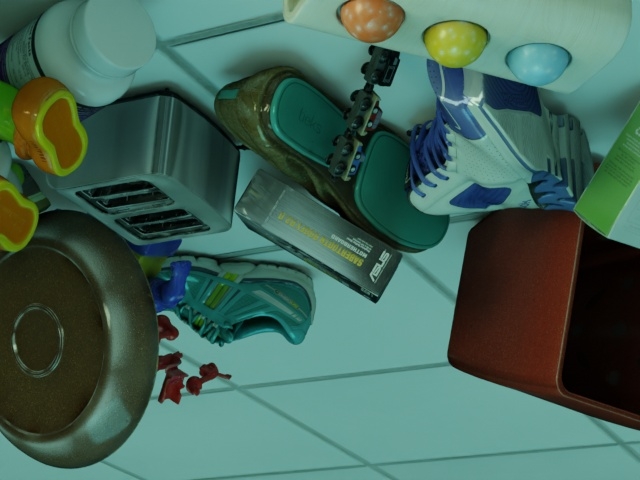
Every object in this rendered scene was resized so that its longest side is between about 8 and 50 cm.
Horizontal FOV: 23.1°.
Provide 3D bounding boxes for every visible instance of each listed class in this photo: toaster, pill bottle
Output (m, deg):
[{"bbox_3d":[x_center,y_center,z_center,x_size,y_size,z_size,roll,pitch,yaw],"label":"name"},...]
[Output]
[{"bbox_3d":[-0.184,-0.080,1.712,0.185,0.110,0.168,-8,155,25],"label":"toaster"},{"bbox_3d":[-0.246,-0.169,1.513,0.108,0.108,0.193,21,151,-35],"label":"pill bottle"}]

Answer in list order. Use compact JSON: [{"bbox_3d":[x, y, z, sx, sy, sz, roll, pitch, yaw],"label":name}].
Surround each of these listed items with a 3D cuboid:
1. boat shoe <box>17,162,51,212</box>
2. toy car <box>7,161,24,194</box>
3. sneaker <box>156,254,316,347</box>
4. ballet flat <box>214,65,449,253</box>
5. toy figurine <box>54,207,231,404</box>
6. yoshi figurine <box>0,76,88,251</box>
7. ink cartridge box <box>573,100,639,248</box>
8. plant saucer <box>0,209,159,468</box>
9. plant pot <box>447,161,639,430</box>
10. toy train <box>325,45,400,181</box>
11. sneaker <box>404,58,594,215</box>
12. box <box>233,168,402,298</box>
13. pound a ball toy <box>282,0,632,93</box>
[{"bbox_3d":[-0.423,-0.036,1.894,0.223,0.073,0.080,-18,-177,32],"label":"boat shoe"},{"bbox_3d":[-0.421,-0.077,1.723,0.182,0.136,0.159,-15,-163,-20],"label":"toy car"},{"bbox_3d":[-0.144,0.085,2.090,0.275,0.110,0.107,3,157,2],"label":"sneaker"},{"bbox_3d":[0.007,-0.087,1.693,0.124,0.116,0.342,10,166,42],"label":"ballet flat"},{"bbox_3d":[-0.248,0.017,1.937,0.362,0.217,0.191,32,-157,30],"label":"toy figurine"},{"bbox_3d":[-0.410,-0.139,1.460,0.362,0.203,0.203,25,-152,25],"label":"yoshi figurine"},{"bbox_3d":[0.362,-0.092,1.602,0.109,0.062,0.209,16,110,-38],"label":"ink cartridge box"},{"bbox_3d":[-0.321,0.117,1.855,0.310,0.311,0.050,-15,170,36],"label":"plant saucer"},{"bbox_3d":[0.305,0.084,1.868,0.267,0.267,0.236,21,163,-35],"label":"plant pot"},{"bbox_3d":[0.044,-0.128,1.573,0.036,0.027,0.158,0,124,-38],"label":"toy train"},{"bbox_3d":[0.151,-0.095,1.610,0.182,0.127,0.315,-11,155,25],"label":"sneaker"},{"bbox_3d":[0.000,0.000,1.762,0.183,0.056,0.231,30,177,3],"label":"box"},{"bbox_3d":[0.109,-0.228,1.295,0.319,0.136,0.208,12,156,-20],"label":"pound a ball toy"}]
